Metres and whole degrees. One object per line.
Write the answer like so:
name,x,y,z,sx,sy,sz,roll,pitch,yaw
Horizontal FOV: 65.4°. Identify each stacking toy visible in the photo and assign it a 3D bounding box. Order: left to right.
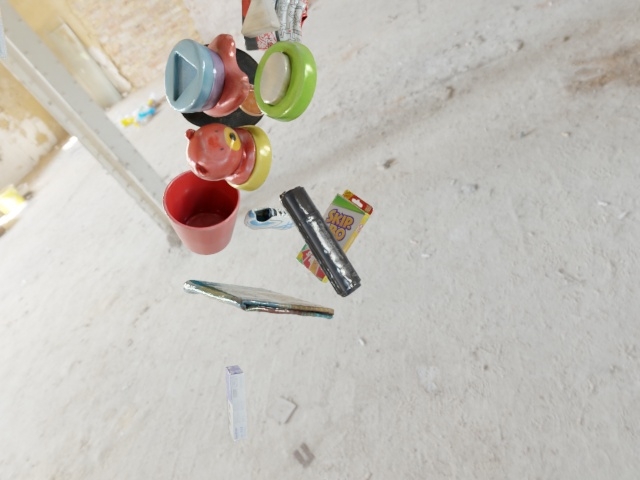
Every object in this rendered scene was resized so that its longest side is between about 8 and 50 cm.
stacking toy,-0.164,-0.271,0.861,0.279,0.130,0.309,-44,63,35

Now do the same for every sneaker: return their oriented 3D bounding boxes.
sneaker,-0.102,-0.553,1.091,0.144,0.270,0.090,-4,1,-3
sneaker,-0.165,-0.087,1.830,0.086,0.237,0.085,-46,60,49

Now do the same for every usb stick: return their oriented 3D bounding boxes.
usb stick,0.000,0.000,1.145,0.077,0.278,0.045,-31,-1,-41

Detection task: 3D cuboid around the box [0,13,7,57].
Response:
box,-0.849,-0.531,1.163,0.181,0.181,0.119,-8,34,-27

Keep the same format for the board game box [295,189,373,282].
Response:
board game box,0.040,-0.017,1.449,0.124,0.039,0.260,39,99,34

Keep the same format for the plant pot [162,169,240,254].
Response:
plant pot,-0.425,-0.088,1.837,0.274,0.243,0.275,3,57,-5

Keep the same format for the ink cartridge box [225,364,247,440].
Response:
ink cartridge box,-0.267,0.509,1.573,0.046,0.207,0.097,-3,2,-21

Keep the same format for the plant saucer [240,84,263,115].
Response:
plant saucer,-0.166,-0.340,1.216,0.013,0.083,0.084,-34,23,54

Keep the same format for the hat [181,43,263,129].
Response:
hat,-0.325,-0.520,1.653,0.331,0.331,0.134,-42,8,-10

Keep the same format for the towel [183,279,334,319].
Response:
towel,-0.173,0.153,1.296,0.370,0.271,0.040,6,86,55
